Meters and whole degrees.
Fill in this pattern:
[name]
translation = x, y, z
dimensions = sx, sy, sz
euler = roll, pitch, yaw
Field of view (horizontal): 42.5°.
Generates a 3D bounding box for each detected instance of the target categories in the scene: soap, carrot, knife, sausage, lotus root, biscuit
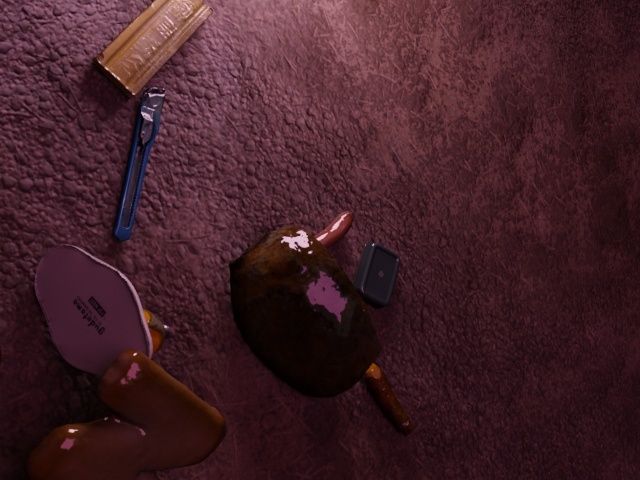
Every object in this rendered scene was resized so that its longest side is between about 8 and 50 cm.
[soap]
translation = -0.298, -0.366, 1.478
dimensions = 0.092, 0.037, 0.252
euler = 46, 59, -19
[carrot]
translation = 0.139, 0.324, 1.665
dimensions = 0.042, 0.042, 0.171
euler = -43, 108, -33
[knife]
translation = -0.313, -0.139, 1.431
dimensions = 0.044, 0.026, 0.297
euler = 24, 67, -43
[sausage]
translation = 0.000, 0.000, 1.623
dimensions = 0.186, 0.043, 0.043
euler = -35, 102, -34
[lotus root]
translation = -0.027, 0.138, 1.498
dimensions = 0.210, 0.142, 0.314
euler = -44, 108, -20
[biscuit]
translation = -0.279, 0.311, 1.246
dimensions = 0.237, 0.062, 0.291
euler = -47, 139, -12

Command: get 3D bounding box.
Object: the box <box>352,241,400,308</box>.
[box]
translation = 0.117, 0.071, 1.699
dimensions = 0.091, 0.031, 0.126
euler = 30, 67, -28

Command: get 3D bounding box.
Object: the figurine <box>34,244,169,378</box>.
[figurine]
translation = -0.331, 0.113, 1.324
dimensions = 0.250, 0.166, 0.141
euler = 56, 17, 12
